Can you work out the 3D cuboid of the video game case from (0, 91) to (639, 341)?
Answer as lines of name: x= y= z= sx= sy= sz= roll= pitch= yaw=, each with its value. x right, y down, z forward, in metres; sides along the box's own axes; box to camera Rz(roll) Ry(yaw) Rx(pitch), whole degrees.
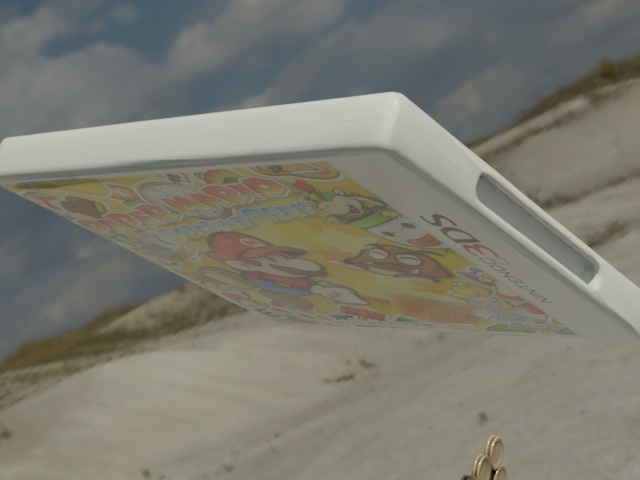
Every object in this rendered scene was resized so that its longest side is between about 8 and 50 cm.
video game case: x=0.000 y=0.000 z=0.507 sx=0.227 sy=0.026 sz=0.206 roll=0 pitch=-22 yaw=41

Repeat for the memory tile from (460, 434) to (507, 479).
memory tile: x=0.176 y=0.291 z=1.205 sx=0.012 sy=0.148 sz=0.113 roll=4 pitch=27 yaw=31
